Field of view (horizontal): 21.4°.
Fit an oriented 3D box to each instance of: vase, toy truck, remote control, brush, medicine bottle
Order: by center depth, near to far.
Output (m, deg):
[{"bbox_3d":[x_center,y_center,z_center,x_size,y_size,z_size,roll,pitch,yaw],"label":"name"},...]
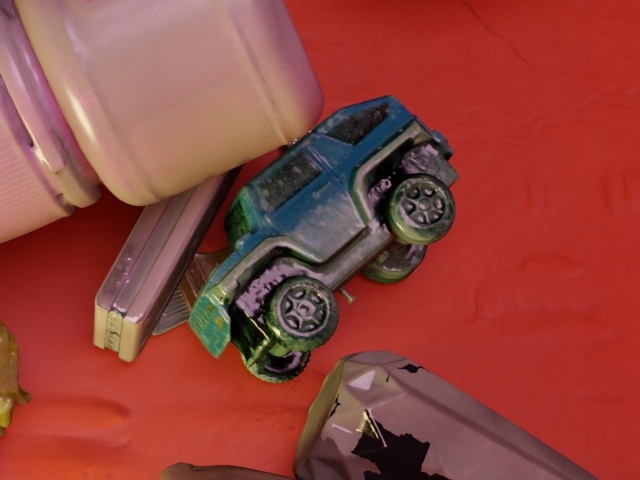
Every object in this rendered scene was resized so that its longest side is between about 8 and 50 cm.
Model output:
[{"bbox_3d":[-0.185,-0.150,1.425,0.325,0.256,0.256,-23,77,2],"label":"medicine bottle"},{"bbox_3d":[0.160,0.229,1.515,0.360,0.165,0.165,25,69,-7],"label":"vase"},{"bbox_3d":[0.000,0.000,1.550,0.279,0.155,0.156,-40,84,-20],"label":"toy truck"},{"bbox_3d":[-0.129,-0.029,1.553,0.055,0.103,0.277,26,65,3],"label":"remote control"},{"bbox_3d":[-0.083,0.016,1.607,0.205,0.011,0.083,-23,77,-19],"label":"brush"}]

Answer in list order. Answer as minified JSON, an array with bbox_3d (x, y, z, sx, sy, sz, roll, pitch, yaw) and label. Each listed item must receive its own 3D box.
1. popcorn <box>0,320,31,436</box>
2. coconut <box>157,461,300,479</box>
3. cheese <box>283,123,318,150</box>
[{"bbox_3d":[-0.325,0.119,1.470,0.141,0.162,0.135,62,34,-12],"label":"popcorn"},{"bbox_3d":[-0.072,0.286,1.422,0.224,0.224,0.224,4,71,-11],"label":"coconut"},{"bbox_3d":[-0.038,-0.123,1.650,0.044,0.030,0.083,-39,89,-27],"label":"cheese"}]
